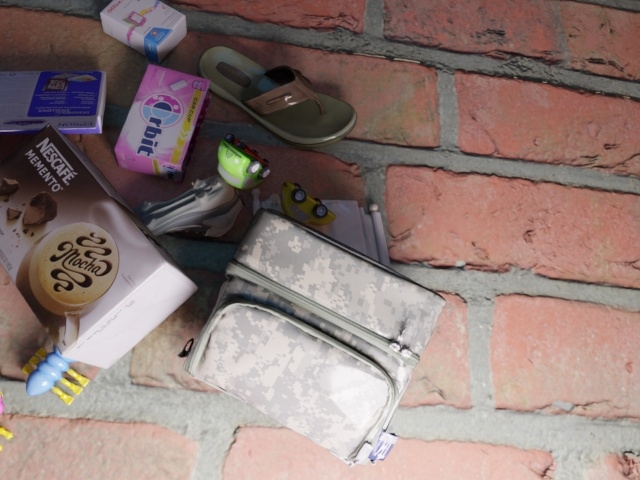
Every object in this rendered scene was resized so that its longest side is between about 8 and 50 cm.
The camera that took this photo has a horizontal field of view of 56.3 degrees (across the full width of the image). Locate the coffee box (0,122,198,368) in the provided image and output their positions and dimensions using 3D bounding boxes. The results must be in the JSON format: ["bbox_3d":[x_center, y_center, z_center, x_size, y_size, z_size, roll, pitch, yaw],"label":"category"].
[{"bbox_3d":[-0.332,0.004,0.819,0.168,0.119,0.297,-42,68,-6],"label":"coffee box"}]

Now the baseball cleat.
[{"bbox_3d":[-0.215,-0.027,0.927,0.206,0.109,0.072,-20,50,13],"label":"baseball cleat"}]

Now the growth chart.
[{"bbox_3d":[0.000,0.000,0.981,0.237,0.021,0.171,5,67,-8],"label":"growth chart"}]

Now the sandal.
[{"bbox_3d":[-0.080,-0.258,1.041,0.303,0.086,0.120,26,65,2],"label":"sandal"}]

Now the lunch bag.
[{"bbox_3d":[-0.009,0.133,0.826,0.305,0.212,0.256,28,85,1],"label":"lunch bag"}]

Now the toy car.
[{"bbox_3d":[-0.099,-0.098,0.898,0.239,0.225,0.053,38,96,16],"label":"toy car"}]

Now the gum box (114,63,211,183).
[{"bbox_3d":[-0.257,-0.200,0.998,0.107,0.062,0.188,14,65,-4],"label":"gum box"}]

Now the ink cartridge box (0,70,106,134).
[{"bbox_3d":[-0.446,-0.204,0.930,0.206,0.045,0.208,-4,38,-12],"label":"ink cartridge box"}]

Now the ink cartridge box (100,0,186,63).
[{"bbox_3d":[-0.318,-0.390,1.076,0.122,0.052,0.088,30,65,5],"label":"ink cartridge box"}]

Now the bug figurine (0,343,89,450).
[{"bbox_3d":[-0.468,0.160,0.800,0.279,0.072,0.216,30,65,3],"label":"bug figurine"}]
